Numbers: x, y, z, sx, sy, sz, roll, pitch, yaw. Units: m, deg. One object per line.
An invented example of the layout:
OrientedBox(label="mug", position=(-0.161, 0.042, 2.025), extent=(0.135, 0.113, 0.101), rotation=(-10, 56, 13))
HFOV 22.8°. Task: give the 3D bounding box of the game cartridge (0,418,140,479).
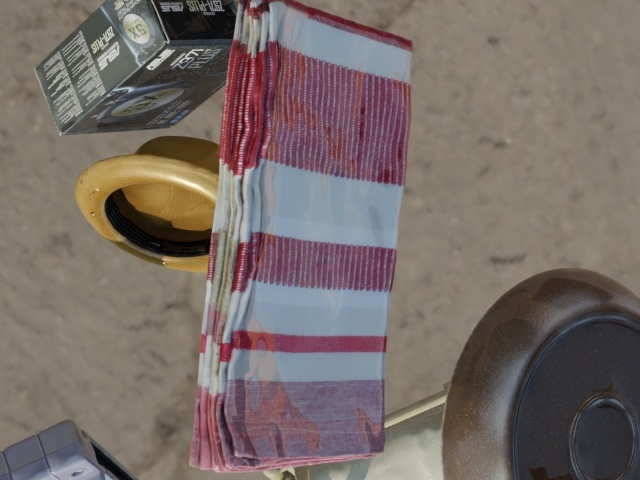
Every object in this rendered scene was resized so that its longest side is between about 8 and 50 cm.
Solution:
OrientedBox(label="game cartridge", position=(-0.299, 0.299, 1.638), extent=(0.230, 0.068, 0.355), rotation=(-29, 156, -2))

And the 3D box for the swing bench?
OrientedBox(label="swing bench", position=(0.091, 0.266, 1.788), extent=(0.253, 0.165, 0.254), rotation=(-23, 176, 3))

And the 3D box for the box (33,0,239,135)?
OrientedBox(label="box", position=(-0.156, -0.176, 1.502), extent=(0.147, 0.078, 0.180), rotation=(-8, 161, -48))

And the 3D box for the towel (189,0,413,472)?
OrientedBox(label="towel", position=(0.000, 0.000, 1.149), extent=(0.237, 0.037, 0.329), rotation=(6, 89, -60))

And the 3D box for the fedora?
OrientedBox(label="fedora", position=(-0.136, -0.045, 1.505), extent=(0.194, 0.194, 0.079), rotation=(75, 27, -54))

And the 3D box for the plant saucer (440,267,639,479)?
OrientedBox(label="plant saucer", position=(0.240, 0.179, 1.418), extent=(0.310, 0.050, 0.311), rotation=(2, 87, -37))
